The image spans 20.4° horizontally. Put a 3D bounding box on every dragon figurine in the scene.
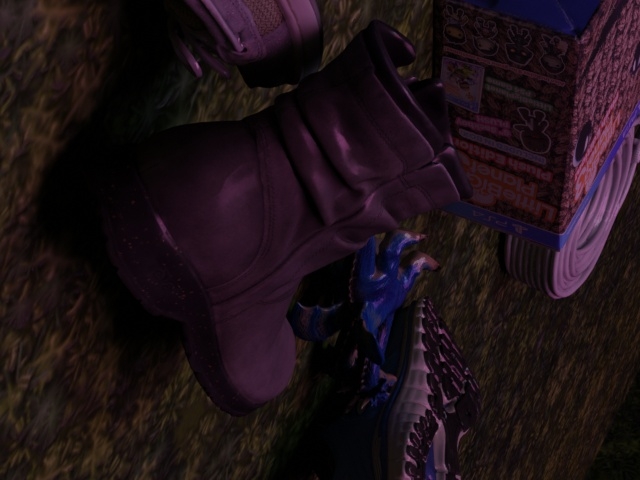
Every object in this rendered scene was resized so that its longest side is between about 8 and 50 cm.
[{"bbox_3d":[0.030,0.054,1.522,0.144,0.085,0.289,-65,162,-12],"label":"dragon figurine"}]

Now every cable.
[{"bbox_3d":[0.305,-0.058,2.163,0.257,0.089,0.257,3,107,-70],"label":"cable"}]

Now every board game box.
[{"bbox_3d":[0.220,-0.180,1.715,0.232,0.141,0.291,-56,157,-33],"label":"board game box"}]

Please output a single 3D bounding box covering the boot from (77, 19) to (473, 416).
[{"bbox_3d":[0.000,0.000,1.155,0.222,0.118,0.338,-23,158,2],"label":"boot"}]

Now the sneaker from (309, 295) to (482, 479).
[{"bbox_3d":[0.059,0.173,1.699,0.130,0.147,0.330,59,26,-23],"label":"sneaker"}]

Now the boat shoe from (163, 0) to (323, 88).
[{"bbox_3d":[-0.073,-0.172,0.996,0.320,0.103,0.118,61,8,-70],"label":"boat shoe"}]
